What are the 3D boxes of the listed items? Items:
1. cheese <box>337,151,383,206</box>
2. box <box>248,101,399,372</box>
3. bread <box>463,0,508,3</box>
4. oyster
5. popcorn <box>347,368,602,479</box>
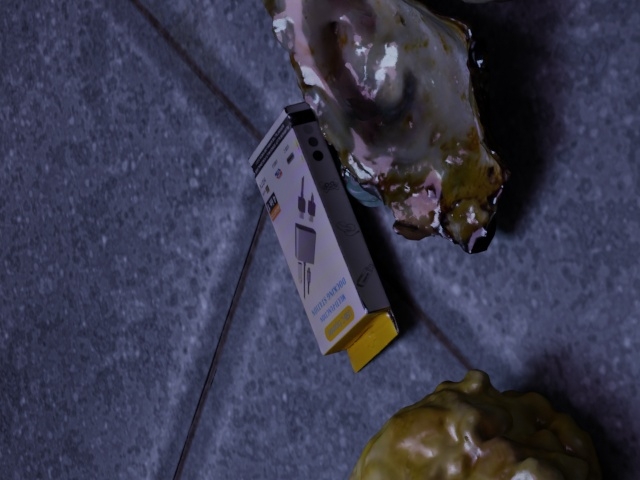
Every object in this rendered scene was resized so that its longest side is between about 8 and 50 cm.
[{"bbox_3d":[0.055,-0.060,1.731,0.120,0.026,0.067,27,119,47],"label":"cheese"},{"bbox_3d":[0.000,0.000,1.794,0.247,0.033,0.129,69,154,16],"label":"box"},{"bbox_3d":[0.121,-0.305,1.526,0.337,0.102,0.183,48,133,37],"label":"bread"},{"bbox_3d":[0.057,-0.148,1.652,0.361,0.096,0.221,42,129,39],"label":"oyster"},{"bbox_3d":[0.124,0.222,1.573,0.191,0.190,0.253,64,145,31],"label":"popcorn"}]
